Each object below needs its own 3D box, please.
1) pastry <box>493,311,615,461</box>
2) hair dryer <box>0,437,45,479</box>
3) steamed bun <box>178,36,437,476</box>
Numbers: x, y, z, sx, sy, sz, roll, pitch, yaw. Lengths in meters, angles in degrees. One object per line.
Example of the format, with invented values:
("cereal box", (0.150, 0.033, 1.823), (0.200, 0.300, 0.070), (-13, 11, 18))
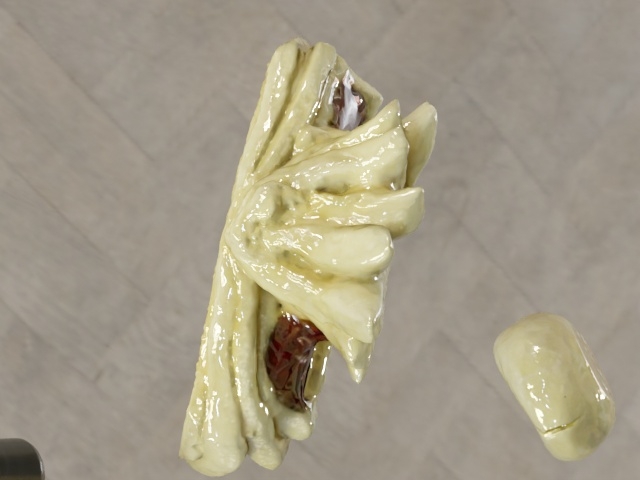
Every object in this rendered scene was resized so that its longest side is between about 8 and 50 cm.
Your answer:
("pastry", (0.244, 0.150, 1.692), (0.092, 0.156, 0.156), (-32, 122, 14))
("hair dryer", (-0.368, 0.238, 1.524), (0.124, 0.219, 0.071), (8, 65, -50))
("steamed bun", (0.000, 0.000, 1.485), (0.247, 0.189, 0.428), (74, 28, -69))
